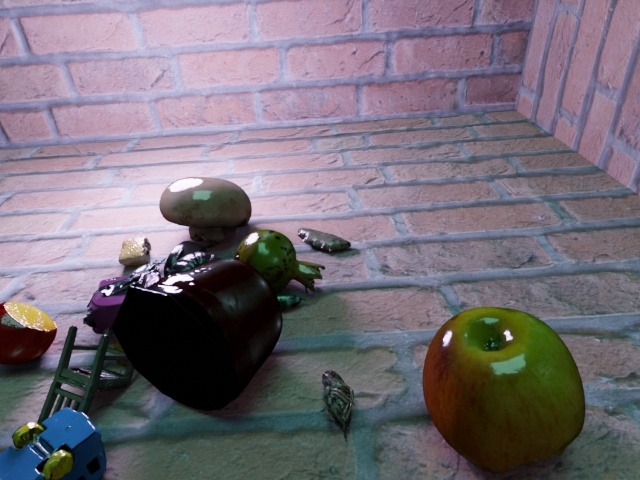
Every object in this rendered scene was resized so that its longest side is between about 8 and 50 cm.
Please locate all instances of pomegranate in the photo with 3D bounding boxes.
[{"bbox_3d":[-0.155,0.096,1.474,0.285,0.231,0.231,35,25,-23],"label":"pomegranate"}]

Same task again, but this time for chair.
[{"bbox_3d":[-0.602,0.373,1.155,0.136,0.147,0.271,8,78,21],"label":"chair"}]

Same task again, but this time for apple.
[{"bbox_3d":[0.393,0.315,0.959,0.339,0.340,0.340,-3,33,2],"label":"apple"}]

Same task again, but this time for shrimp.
[{"bbox_3d":[-0.619,0.118,1.575,0.090,0.079,0.233,-32,15,29],"label":"shrimp"},{"bbox_3d":[0.043,0.401,1.078,0.073,0.075,0.190,19,37,-25],"label":"shrimp"}]

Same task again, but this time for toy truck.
[{"bbox_3d":[-0.630,0.524,0.875,0.161,0.162,0.385,17,37,29],"label":"toy truck"}]

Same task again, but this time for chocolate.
[{"bbox_3d":[-0.278,0.203,1.152,0.383,0.384,0.331,12,35,23],"label":"chocolate"}]

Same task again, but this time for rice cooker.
[{"bbox_3d":[-0.473,0.089,1.542,0.118,0.142,0.203,12,38,2],"label":"rice cooker"}]

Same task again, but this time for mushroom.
[{"bbox_3d":[-0.459,-0.105,1.758,0.362,0.295,0.362,3,4,0],"label":"mushroom"}]

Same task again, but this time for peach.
[{"bbox_3d":[-0.879,0.263,1.276,0.192,0.190,0.190,-21,33,8],"label":"peach"}]

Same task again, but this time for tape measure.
[{"bbox_3d":[-0.606,0.192,1.370,0.245,0.149,0.231,-14,22,-8],"label":"tape measure"}]

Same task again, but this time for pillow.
[{"bbox_3d":[0.001,0.001,1.703,0.241,0.051,0.093,17,39,25],"label":"pillow"}]

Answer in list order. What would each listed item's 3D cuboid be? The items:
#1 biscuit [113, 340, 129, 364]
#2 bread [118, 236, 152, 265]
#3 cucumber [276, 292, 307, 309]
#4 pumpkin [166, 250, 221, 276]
[{"bbox_3d":[-0.503,0.314,1.295,0.225,0.036,0.166,-9,30,-3],"label":"biscuit"},{"bbox_3d":[-0.711,0.047,1.686,0.106,0.082,0.125,-16,44,1],"label":"bread"},{"bbox_3d":[-0.165,0.202,1.411,0.250,0.056,0.056,-6,33,2],"label":"cucumber"},{"bbox_3d":[-0.380,0.142,1.394,0.220,0.162,0.221,12,63,-24],"label":"pumpkin"}]
